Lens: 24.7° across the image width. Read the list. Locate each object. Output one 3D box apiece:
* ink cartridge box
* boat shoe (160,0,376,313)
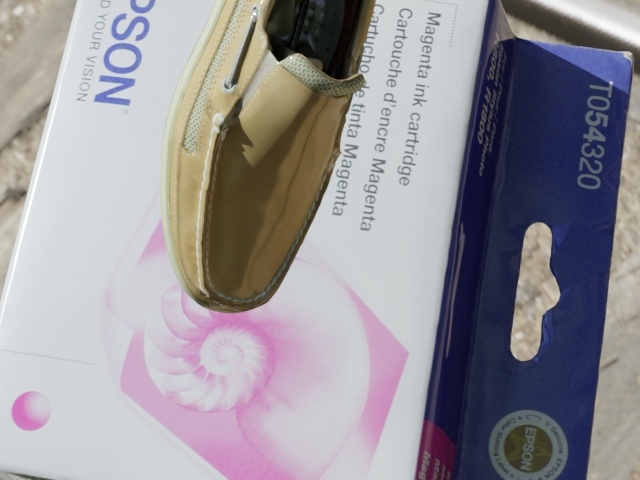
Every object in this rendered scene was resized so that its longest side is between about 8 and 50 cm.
[{"bbox_3d":[0.000,0.000,0.813,0.330,0.071,0.324,8,70,6],"label":"ink cartridge box"},{"bbox_3d":[-0.014,-0.060,0.550,0.072,0.068,0.190,25,106,61],"label":"boat shoe"}]
